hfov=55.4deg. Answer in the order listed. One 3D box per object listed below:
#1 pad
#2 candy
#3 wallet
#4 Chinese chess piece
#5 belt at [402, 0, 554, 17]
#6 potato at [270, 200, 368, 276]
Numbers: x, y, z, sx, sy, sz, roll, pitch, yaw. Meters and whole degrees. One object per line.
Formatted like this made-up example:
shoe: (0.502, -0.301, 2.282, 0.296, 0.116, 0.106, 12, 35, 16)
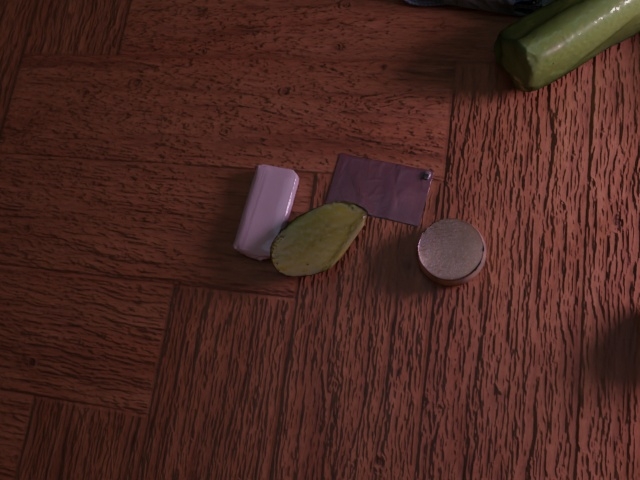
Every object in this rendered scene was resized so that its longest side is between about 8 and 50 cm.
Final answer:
pad: (0.110, -0.100, 1.160, 0.187, 0.006, 0.113, 14, 80, 16)
candy: (0.479, -0.399, 1.088, 0.343, 0.142, 0.132, -30, 59, 3)
wallet: (-0.105, -0.053, 1.182, 0.095, 0.033, 0.190, 10, 77, 16)
Chinese chess piece: (0.231, 0.021, 1.080, 0.122, 0.051, 0.122, -4, 74, 13)
belt: (0.298, -0.491, 1.177, 0.302, 0.087, 0.072, 12, 71, 15)
potato: (0.000, 0.000, 1.136, 0.198, 0.054, 0.119, -42, 71, -5)
